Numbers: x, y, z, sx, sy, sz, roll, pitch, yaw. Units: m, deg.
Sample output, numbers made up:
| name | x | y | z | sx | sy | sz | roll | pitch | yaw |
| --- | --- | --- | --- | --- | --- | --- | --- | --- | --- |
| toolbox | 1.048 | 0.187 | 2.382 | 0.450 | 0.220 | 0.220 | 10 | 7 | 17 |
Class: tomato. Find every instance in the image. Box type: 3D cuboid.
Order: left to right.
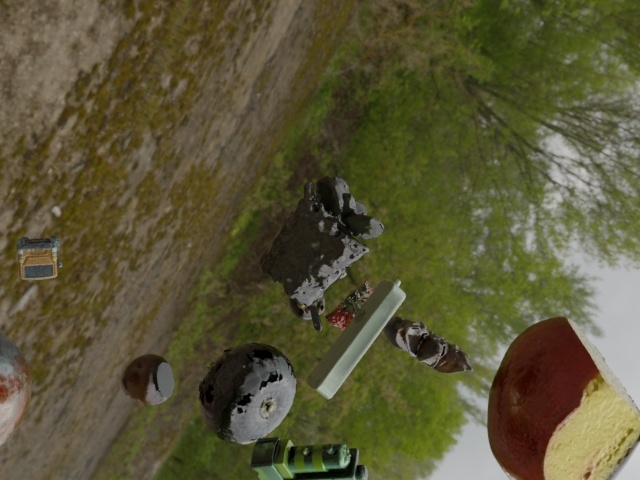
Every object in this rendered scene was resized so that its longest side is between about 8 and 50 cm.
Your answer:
| name | x | y | z | sx | sy | sz | roll | pitch | yaw |
| --- | --- | --- | --- | --- | --- | --- | --- | --- | --- |
| tomato | -0.784 | 0.321 | 1.271 | 0.282 | 0.317 | 0.316 | -53 | -177 | 6 |

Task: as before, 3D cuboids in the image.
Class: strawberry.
| name | x | y | z | sx | sy | sz | roll | pitch | yaw |
| --- | --- | --- | --- | --- | --- | --- | --- | --- | --- |
| strawberry | 0.112 | 0.246 | 2.092 | 0.188 | 0.106 | 0.286 | -36 | 172 | -25 |

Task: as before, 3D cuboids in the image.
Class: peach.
| name | x | y | z | sx | sy | sz | roll | pitch | yaw |
| --- | --- | --- | --- | --- | --- | --- | --- | --- | --- |
| peach | 0.463 | 0.343 | 1.212 | 0.306 | 0.242 | 0.380 | -47 | -166 | 24 |

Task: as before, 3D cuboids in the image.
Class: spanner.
| name | x | y | z | sx | sy | sz | roll | pitch | yaw |
| --- | --- | --- | --- | --- | --- | --- | --- | --- | --- |
| spanner | -0.039 | 0.162 | 2.053 | 0.024 | 0.316 | 0.087 | -20 | -170 | -39 |

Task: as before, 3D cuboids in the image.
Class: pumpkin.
| name | x | y | z | sx | sy | sz | roll | pitch | yaw |
| --- | --- | --- | --- | --- | --- | --- | --- | --- | --- |
| pumpkin | -0.163 | 0.343 | 1.357 | 0.163 | 0.233 | 0.233 | 28 | -88 | 46 |

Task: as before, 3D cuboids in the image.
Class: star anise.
| name | x | y | z | sx | sy | sz | roll | pitch | yaw |
| --- | --- | --- | --- | --- | --- | --- | --- | --- | --- |
| star anise | 0.320 | 0.316 | 1.840 | 0.108 | 0.315 | 0.315 | -59 | -177 | 5 |

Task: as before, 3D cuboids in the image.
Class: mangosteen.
| name | x | y | z | sx | sy | sz | roll | pitch | yaw |
| --- | --- | --- | --- | --- | --- | --- | --- | --- | --- |
| mangosteen | -0.044 | 0.234 | 2.242 | 0.137 | 0.137 | 0.151 | -64 | -162 | -8 |

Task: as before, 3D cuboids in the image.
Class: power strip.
| name | x | y | z | sx | sy | sz | roll | pitch | yaw |
| --- | --- | --- | --- | --- | --- | --- | --- | --- | --- |
| power strip | 0.107 | 0.260 | 1.654 | 0.385 | 0.062 | 0.091 | -51 | -162 | -12 |

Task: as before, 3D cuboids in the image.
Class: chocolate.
| name | x | y | z | sx | sy | sz | roll | pitch | yaw |
| --- | --- | --- | --- | --- | --- | --- | --- | --- | --- |
| chocolate | -0.451 | 0.358 | 1.539 | 0.124 | 0.133 | 0.127 | 23 | 57 | -76 |

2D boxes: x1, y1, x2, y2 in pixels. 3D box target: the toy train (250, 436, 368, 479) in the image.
| name | x | y | z | sx | sy | sz | roll | pitch | yaw |
| --- | --- | --- | --- | --- | --- | --- | --- | --- | --- |
| toy train | -0.019 | 0.422 | 1.114 | 0.083 | 0.200 | 0.132 | -80 | 151 | -51 |

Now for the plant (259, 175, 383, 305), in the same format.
| name | x | y | z | sx | sy | sz | roll | pitch | yaw |
| --- | --- | --- | --- | --- | --- | --- | --- | --- | --- |
| plant | 0.000 | 0.000 | 1.355 | 0.276 | 0.199 | 0.188 | -51 | 176 | 9 |

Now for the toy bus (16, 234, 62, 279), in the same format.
| name | x | y | z | sx | sy | sz | roll | pitch | yaw |
| --- | --- | --- | --- | --- | --- | --- | --- | --- | --- |
| toy bus | -0.679 | 0.042 | 1.454 | 0.182 | 0.091 | 0.103 | -169 | -103 | -67 |
